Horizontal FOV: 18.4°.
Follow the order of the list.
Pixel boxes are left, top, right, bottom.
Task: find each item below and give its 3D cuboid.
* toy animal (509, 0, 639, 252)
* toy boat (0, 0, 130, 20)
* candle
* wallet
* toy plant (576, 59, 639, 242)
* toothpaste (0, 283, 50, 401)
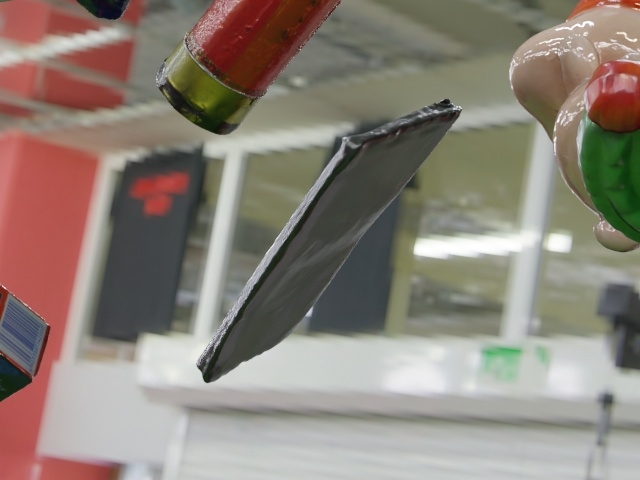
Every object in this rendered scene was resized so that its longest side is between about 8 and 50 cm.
[{"bbox_3d":[0.231,-0.102,1.473,0.171,0.171,0.197,10,31,-1],"label":"toy animal"},{"bbox_3d":[-0.266,-0.227,1.380,0.292,0.070,0.210,1,-38,15],"label":"toy boat"},{"bbox_3d":[-0.025,-0.113,0.966,0.052,0.052,0.130,19,-58,-39],"label":"candle"},{"bbox_3d":[0.001,0.001,1.591,0.146,0.030,0.285,-28,-21,-50],"label":"wallet"},{"bbox_3d":[0.183,-0.034,0.810,0.155,0.088,0.240,-15,-39,35],"label":"toy plant"},{"bbox_3d":[-0.329,0.002,1.362,0.076,0.066,0.320,-30,-59,29],"label":"toothpaste"}]
